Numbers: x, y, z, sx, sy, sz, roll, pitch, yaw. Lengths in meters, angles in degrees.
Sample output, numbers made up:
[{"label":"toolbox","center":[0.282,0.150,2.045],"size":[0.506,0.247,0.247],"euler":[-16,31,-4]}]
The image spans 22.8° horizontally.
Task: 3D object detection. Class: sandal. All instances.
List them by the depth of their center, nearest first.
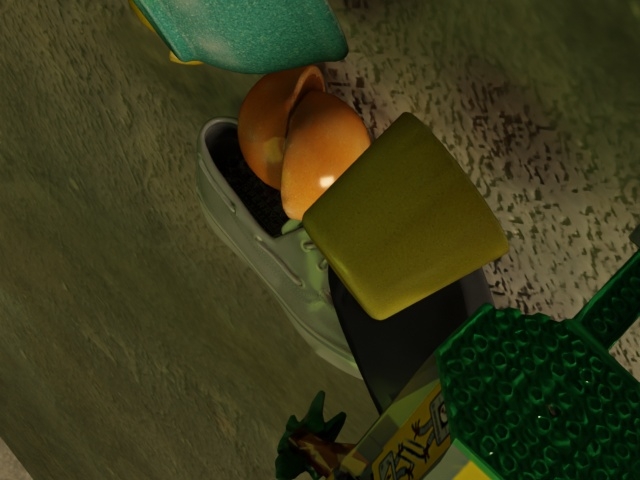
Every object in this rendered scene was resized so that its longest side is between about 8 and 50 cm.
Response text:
[{"label":"sandal","center":[0.065,0.104,0.706],"size":[0.097,0.054,0.255],"euler":[-38,73,33]}]

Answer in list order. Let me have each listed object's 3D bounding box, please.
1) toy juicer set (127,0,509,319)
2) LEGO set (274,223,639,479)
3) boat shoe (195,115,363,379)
[{"label":"toy juicer set","center":[-0.047,-0.131,0.644],"size":[0.329,0.089,0.209],"euler":[54,178,-21]},{"label":"LEGO set","center":[0.133,0.138,0.471],"size":[0.331,0.255,0.192],"euler":[37,132,2]},{"label":"boat shoe","center":[0.000,0.000,0.802],"size":[0.184,0.066,0.063],"euler":[49,164,31]}]
